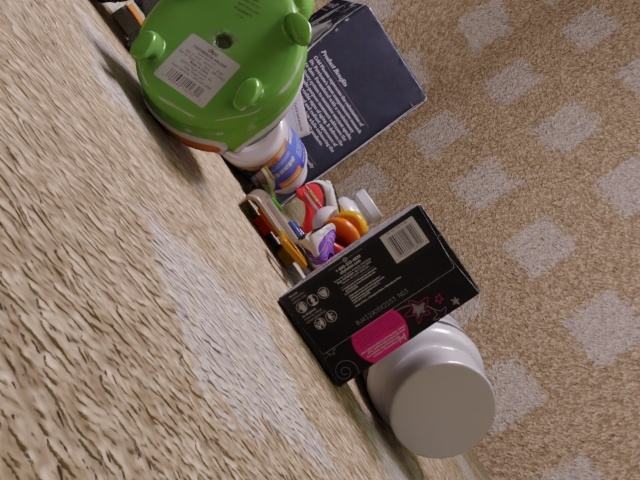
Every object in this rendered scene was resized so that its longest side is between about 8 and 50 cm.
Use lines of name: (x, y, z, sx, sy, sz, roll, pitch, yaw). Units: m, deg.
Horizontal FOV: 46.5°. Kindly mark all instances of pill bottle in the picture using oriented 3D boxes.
pill bottle: (0.170, 0.216, 1.326, 0.204, 0.204, 0.361, 54, 4, -17)
pill bottle: (0.045, -0.034, 1.841, 0.117, 0.208, 0.117, 55, 4, -5)
pill bottle: (-0.116, -0.193, 1.643, 0.152, 0.152, 0.272, 57, 5, 20)

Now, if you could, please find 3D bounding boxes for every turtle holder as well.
turtle holder: (-0.141, -0.280, 1.121, 0.227, 0.243, 0.320, 106, -10, -69)

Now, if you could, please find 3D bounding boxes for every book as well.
book: (-0.354, -0.408, 1.435, 0.096, 0.035, 0.144, 55, 5, -21)

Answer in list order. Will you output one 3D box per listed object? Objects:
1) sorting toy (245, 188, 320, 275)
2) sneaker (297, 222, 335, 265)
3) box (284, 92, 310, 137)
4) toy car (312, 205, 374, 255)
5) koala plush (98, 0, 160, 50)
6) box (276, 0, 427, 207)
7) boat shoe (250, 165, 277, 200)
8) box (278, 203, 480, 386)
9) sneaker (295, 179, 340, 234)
sorting toy: (-0.076, -0.010, 1.402, 0.196, 0.047, 0.347, 51, 4, -6)
sneaker: (-0.002, 0.014, 1.371, 0.170, 0.068, 0.071, -38, 105, -77)
box: (-0.127, -0.281, 1.746, 0.145, 0.186, 0.038, 77, -12, -45)
toy car: (0.032, 0.026, 1.602, 0.159, 0.182, 0.136, 29, 26, 15)
koala plush: (-0.319, -0.456, 1.270, 0.221, 0.203, 0.196, 25, 39, -30)
box: (-0.030, -0.396, 2.036, 0.297, 0.472, 0.480, 54, 4, -22)
boat shoe: (-0.123, -0.103, 1.560, 0.152, 0.049, 0.056, 88, -24, -61)
box: (0.086, 0.078, 1.124, 0.163, 0.247, 0.142, 56, 2, 4)
sneaker: (0.000, 0.000, 1.744, 0.107, 0.118, 0.279, 19, 61, -83)
